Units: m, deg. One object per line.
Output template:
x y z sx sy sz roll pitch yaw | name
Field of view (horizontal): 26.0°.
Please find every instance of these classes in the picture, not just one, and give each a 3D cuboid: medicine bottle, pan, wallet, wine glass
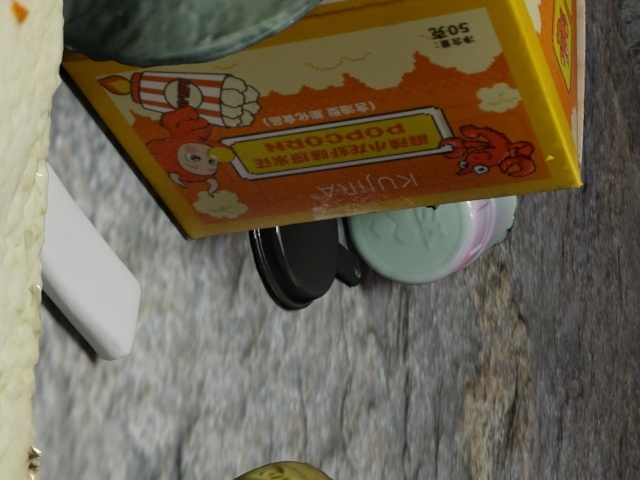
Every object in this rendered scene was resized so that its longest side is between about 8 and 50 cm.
0.109 -0.032 1.325 0.168 0.135 0.135 -29 110 -68 | medicine bottle
0.000 0.000 1.176 0.235 0.028 0.136 33 54 -64 | pan
-0.142 0.013 0.806 0.122 0.025 0.061 59 33 -46 | wallet
-0.120 -0.289 0.659 0.406 0.267 0.267 65 27 -46 | wine glass

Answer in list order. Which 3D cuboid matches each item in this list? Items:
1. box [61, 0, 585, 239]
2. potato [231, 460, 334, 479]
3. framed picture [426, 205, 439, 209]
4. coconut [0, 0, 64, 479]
0.019 -0.170 0.923 0.214 0.283 0.259 55 35 -50 | box
-0.018 0.243 0.900 0.296 0.141 0.191 41 44 -57 | potato
0.041 -0.147 1.197 0.252 0.014 0.197 51 25 -1 | framed picture
-0.209 -0.005 0.312 0.297 0.254 0.297 16 90 -75 | coconut
